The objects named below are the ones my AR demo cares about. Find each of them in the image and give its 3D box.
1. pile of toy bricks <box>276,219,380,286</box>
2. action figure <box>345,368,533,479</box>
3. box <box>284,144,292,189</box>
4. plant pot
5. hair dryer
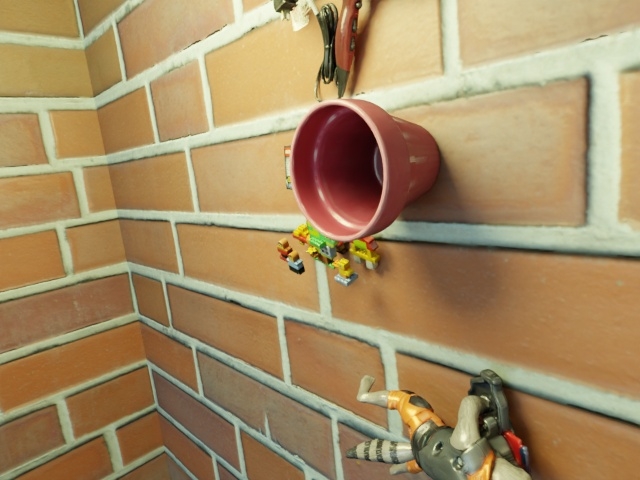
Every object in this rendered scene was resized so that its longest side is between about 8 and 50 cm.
[{"bbox_3d":[0.000,0.000,0.836,0.212,0.118,0.105,22,137,41],"label":"pile of toy bricks"},{"bbox_3d":[0.208,0.387,0.707,0.330,0.178,0.342,-13,91,58],"label":"action figure"},{"bbox_3d":[-0.021,-0.147,0.890,0.137,0.027,0.094,12,110,45],"label":"box"},{"bbox_3d":[0.081,-0.114,0.675,0.201,0.180,0.201,18,116,43],"label":"plant pot"},{"bbox_3d":[0.054,-0.381,0.723,0.293,0.080,0.224,-14,108,54],"label":"hair dryer"}]
